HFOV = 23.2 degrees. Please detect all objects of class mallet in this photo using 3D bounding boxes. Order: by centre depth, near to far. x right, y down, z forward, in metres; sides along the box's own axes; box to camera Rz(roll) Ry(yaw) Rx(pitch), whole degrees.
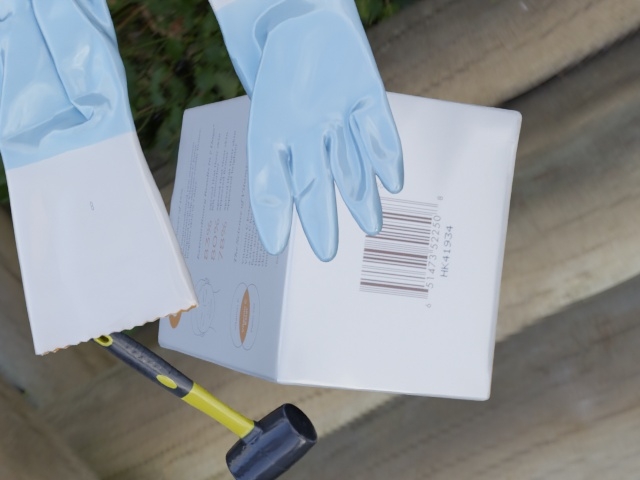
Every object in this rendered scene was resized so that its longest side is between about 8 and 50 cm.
[{"bbox_3d":[-0.091,0.109,1.043,0.189,0.039,0.062,30,113,-26],"label":"mallet"}]

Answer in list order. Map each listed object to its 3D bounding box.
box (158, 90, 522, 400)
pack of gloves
[{"bbox_3d":[0.000,0.000,1.244,0.168,0.345,0.215,7,89,-20],"label":"box"},{"bbox_3d":[-0.070,-0.079,0.767,0.195,0.046,0.232,-18,77,8],"label":"pack of gloves"}]
